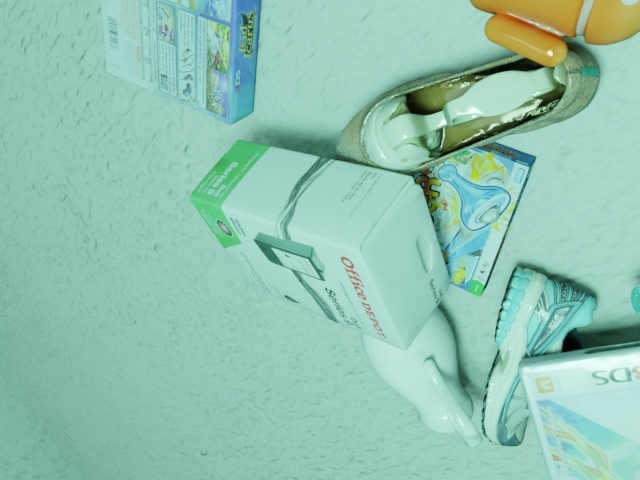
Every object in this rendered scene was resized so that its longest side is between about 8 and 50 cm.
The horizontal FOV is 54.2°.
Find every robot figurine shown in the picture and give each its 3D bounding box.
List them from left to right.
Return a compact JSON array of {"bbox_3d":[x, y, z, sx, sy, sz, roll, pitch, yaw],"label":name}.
[{"bbox_3d":[0.223,-0.258,0.569,0.219,0.158,0.128,27,152,20],"label":"robot figurine"}]

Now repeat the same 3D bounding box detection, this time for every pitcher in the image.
[{"bbox_3d":[0.149,0.180,0.878,0.207,0.126,0.178,61,172,-15],"label":"pitcher"}]

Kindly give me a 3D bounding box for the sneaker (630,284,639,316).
[{"bbox_3d":[0.424,0.055,0.657,0.167,0.076,0.064,7,118,44],"label":"sneaker"}]

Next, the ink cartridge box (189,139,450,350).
[{"bbox_3d":[0.000,0.000,0.819,0.289,0.121,0.211,17,149,38],"label":"ink cartridge box"}]

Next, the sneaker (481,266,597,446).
[{"bbox_3d":[0.286,0.175,0.816,0.122,0.110,0.282,14,125,24],"label":"sneaker"}]

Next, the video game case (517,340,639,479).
[{"bbox_3d":[0.413,0.268,0.694,0.300,0.036,0.328,-16,93,27],"label":"video game case"}]

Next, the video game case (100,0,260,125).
[{"bbox_3d":[-0.197,-0.327,0.863,0.244,0.061,0.269,26,130,21],"label":"video game case"}]

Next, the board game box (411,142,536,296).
[{"bbox_3d":[0.176,-0.038,0.804,0.136,0.035,0.201,25,129,21],"label":"board game box"}]

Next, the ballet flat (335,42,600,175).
[{"bbox_3d":[0.135,-0.138,0.686,0.316,0.106,0.107,-19,93,30],"label":"ballet flat"}]
